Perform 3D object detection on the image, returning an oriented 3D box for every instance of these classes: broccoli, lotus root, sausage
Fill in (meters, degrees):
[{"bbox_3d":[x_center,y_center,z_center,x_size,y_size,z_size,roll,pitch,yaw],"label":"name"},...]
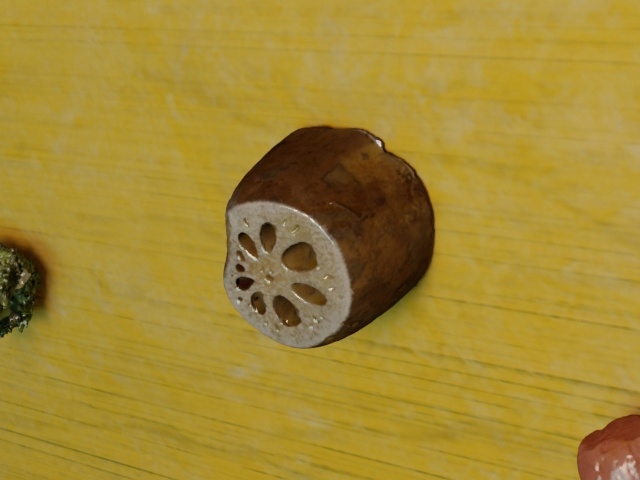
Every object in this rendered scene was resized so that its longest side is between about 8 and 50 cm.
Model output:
[{"bbox_3d":[-0.252,0.045,1.254,0.097,0.092,0.095,15,147,21],"label":"broccoli"},{"bbox_3d":[0.003,0.001,0.981,0.112,0.081,0.122,26,131,23],"label":"lotus root"},{"bbox_3d":[0.188,0.167,0.904,0.062,0.062,0.154,-11,107,48],"label":"sausage"}]
